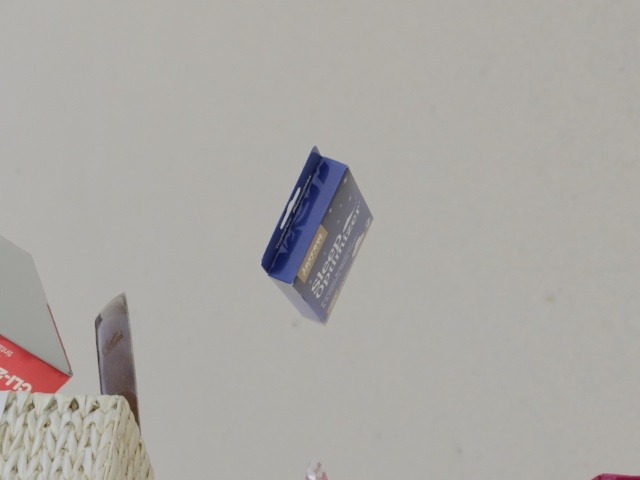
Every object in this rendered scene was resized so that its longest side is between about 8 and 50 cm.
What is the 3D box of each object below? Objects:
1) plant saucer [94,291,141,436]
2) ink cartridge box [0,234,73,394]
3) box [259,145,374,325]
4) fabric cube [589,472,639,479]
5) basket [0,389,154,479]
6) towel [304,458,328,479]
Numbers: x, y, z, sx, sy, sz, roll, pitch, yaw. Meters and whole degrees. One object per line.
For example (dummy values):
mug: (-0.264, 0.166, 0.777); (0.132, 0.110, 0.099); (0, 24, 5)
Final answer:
plant saucer: (-0.160, 0.125, 1.090); (0.168, 0.029, 0.168); (175, 90, -81)
ink cartridge box: (-0.370, 0.130, 1.225); (0.273, 0.114, 0.197); (-44, 39, 9)
box: (0.000, 0.000, 1.436); (0.136, 0.036, 0.225); (-65, -17, -10)
fabric cube: (0.286, 0.334, 1.030); (0.254, 0.259, 0.258); (-8, 94, 39)
basket: (-0.180, 0.195, 0.931); (0.167, 0.103, 0.113); (-84, -12, -44)
towel: (0.022, 0.359, 1.637); (0.144, 0.029, 0.197); (96, 156, -89)
